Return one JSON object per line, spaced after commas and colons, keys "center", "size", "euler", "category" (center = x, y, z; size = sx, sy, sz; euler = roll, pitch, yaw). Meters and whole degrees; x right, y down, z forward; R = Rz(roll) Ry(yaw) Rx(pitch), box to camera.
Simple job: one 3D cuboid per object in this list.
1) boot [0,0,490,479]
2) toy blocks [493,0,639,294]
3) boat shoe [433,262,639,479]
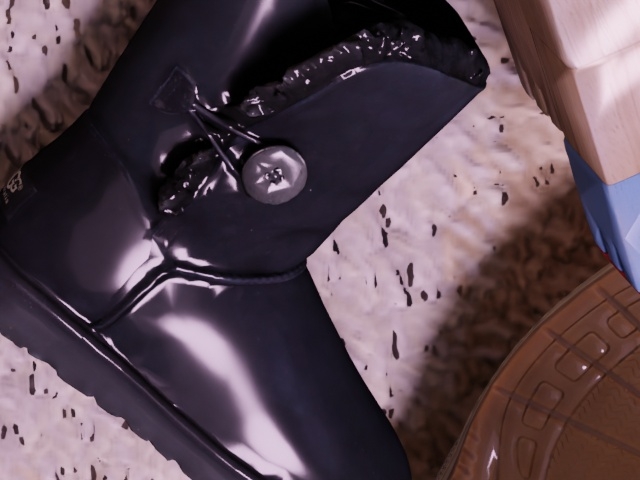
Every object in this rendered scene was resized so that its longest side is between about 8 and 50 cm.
{"center": [0.000, 0.000, 0.796], "size": [0.246, 0.094, 0.207], "euler": [38, 108, -22], "category": "boot"}
{"center": [0.216, -0.105, 0.729], "size": [0.381, 0.190, 0.261], "euler": [-23, 118, -3], "category": "toy blocks"}
{"center": [0.112, 0.104, 0.886], "size": [0.109, 0.098, 0.302], "euler": [36, 108, 3], "category": "boat shoe"}
